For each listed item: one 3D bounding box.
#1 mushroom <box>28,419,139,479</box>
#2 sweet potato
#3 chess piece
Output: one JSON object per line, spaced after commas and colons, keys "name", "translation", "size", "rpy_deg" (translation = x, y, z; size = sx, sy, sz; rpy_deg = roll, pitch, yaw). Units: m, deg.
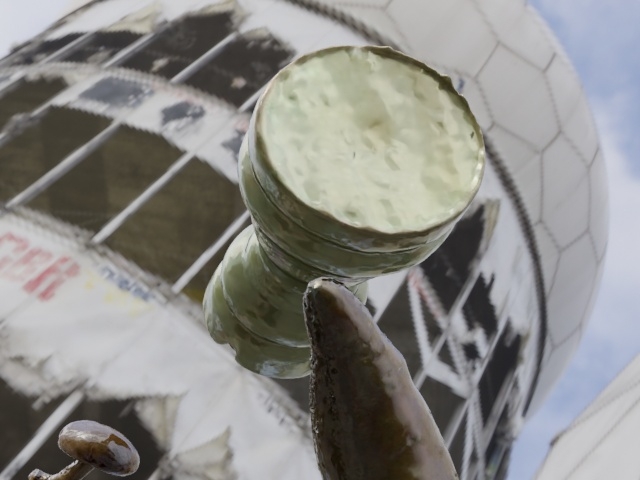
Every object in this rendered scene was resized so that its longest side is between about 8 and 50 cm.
{"name": "mushroom", "translation": [-0.269, 0.238, 1.438], "size": [0.129, 0.088, 0.073], "rpy_deg": [-15, -95, 5]}
{"name": "sweet potato", "translation": [0.064, 0.170, 0.847], "size": [0.124, 0.098, 0.310], "rpy_deg": [-39, -97, 41]}
{"name": "chess piece", "translation": [0.000, 0.000, 1.423], "size": [0.234, 0.234, 0.442], "rpy_deg": [33, -32, 3]}
